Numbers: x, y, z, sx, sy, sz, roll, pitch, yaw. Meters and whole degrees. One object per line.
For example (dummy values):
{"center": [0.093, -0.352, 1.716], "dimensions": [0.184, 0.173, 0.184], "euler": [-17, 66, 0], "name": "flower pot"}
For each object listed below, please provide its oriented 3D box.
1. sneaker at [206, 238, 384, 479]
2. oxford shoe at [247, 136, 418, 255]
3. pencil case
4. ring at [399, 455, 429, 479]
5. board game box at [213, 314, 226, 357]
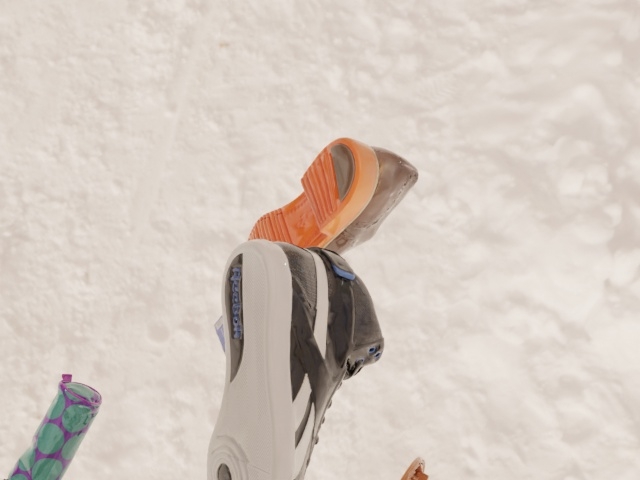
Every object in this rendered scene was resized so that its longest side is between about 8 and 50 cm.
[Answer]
{"center": [-0.006, 0.111, 0.458], "dimensions": [0.121, 0.079, 0.217], "euler": [5, 87, -42], "name": "sneaker"}
{"center": [0.000, 0.000, 0.951], "dimensions": [0.133, 0.364, 0.130], "euler": [5, 57, -36], "name": "oxford shoe"}
{"center": [-0.343, 0.256, 0.850], "dimensions": [0.070, 0.064, 0.151], "euler": [29, 90, 34], "name": "pencil case"}
{"center": [0.099, 0.497, 1.015], "dimensions": [0.032, 0.336, 0.336], "euler": [22, 58, 21], "name": "ring"}
{"center": [-0.072, 0.127, 0.734], "dimensions": [0.090, 0.090, 0.020], "euler": [38, 92, -24], "name": "board game box"}
